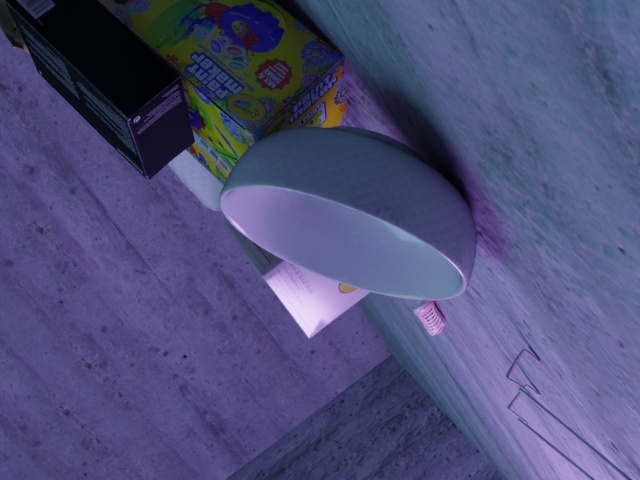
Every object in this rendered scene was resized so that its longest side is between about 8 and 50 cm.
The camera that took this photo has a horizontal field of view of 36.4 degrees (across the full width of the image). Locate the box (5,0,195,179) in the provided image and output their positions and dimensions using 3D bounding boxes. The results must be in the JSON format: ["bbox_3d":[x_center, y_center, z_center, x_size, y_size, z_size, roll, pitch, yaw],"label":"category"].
[{"bbox_3d":[-0.308,-0.236,1.387,0.261,0.103,0.184,43,161,15],"label":"box"}]

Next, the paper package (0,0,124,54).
[{"bbox_3d":[-0.438,-0.488,1.964,0.168,0.309,0.325,54,-165,22],"label":"paper package"}]

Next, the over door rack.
[{"bbox_3d":[0.386,0.349,1.508,0.324,0.108,0.239,52,175,24],"label":"over door rack"}]

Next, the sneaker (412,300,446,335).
[{"bbox_3d":[0.235,0.161,2.053,0.070,0.051,0.134,51,179,13],"label":"sneaker"}]

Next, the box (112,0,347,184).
[{"bbox_3d":[-0.123,-0.222,1.444,0.290,0.177,0.279,42,164,18],"label":"box"}]

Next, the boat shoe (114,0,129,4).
[{"bbox_3d":[-0.267,-0.481,1.366,0.109,0.098,0.302,-128,31,-50],"label":"boat shoe"}]

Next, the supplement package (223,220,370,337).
[{"bbox_3d":[0.000,0.000,1.842,0.198,0.263,0.199,48,173,49],"label":"supplement package"}]

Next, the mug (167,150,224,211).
[{"bbox_3d":[-0.236,-0.276,1.843,0.374,0.276,0.328,31,164,49],"label":"mug"}]

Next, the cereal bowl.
[{"bbox_3d":[0.049,-0.050,1.265,0.339,0.141,0.339,19,164,5],"label":"cereal bowl"}]
